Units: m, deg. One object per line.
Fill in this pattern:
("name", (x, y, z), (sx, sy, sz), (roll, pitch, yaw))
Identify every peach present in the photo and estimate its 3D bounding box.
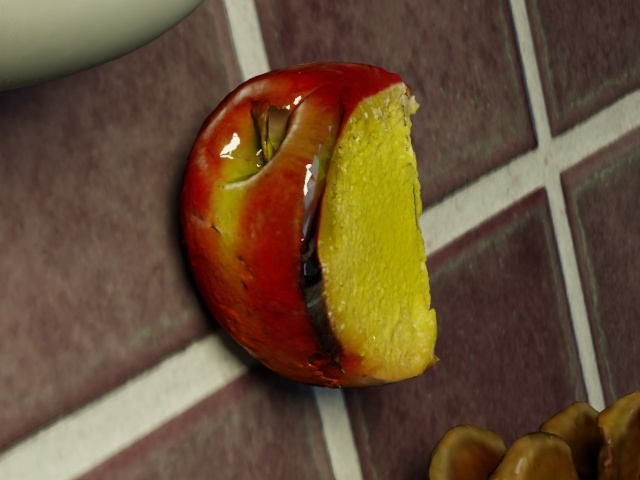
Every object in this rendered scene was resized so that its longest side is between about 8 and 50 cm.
("peach", (-0.005, -0.002, 0.789), (0.127, 0.092, 0.172), (-63, 147, -33))

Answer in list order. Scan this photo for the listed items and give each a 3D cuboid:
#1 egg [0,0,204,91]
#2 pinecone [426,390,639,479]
("egg", (-0.129, -0.139, 0.519), (0.271, 0.196, 0.196), (-3, 87, -60))
("pinecone", (0.194, 0.243, 0.815), (0.384, 0.384, 0.384), (14, 73, -56))
